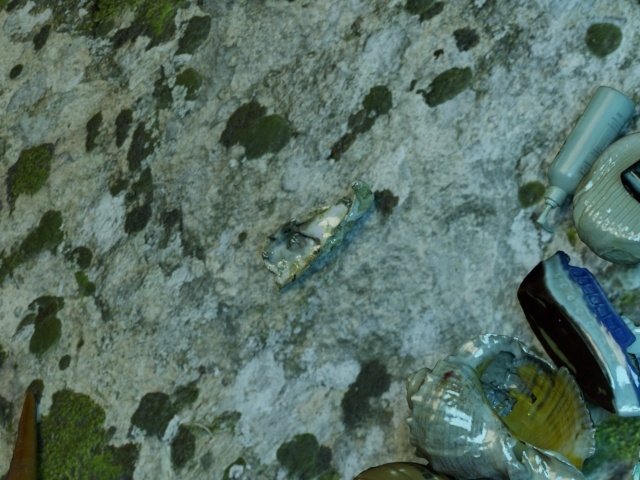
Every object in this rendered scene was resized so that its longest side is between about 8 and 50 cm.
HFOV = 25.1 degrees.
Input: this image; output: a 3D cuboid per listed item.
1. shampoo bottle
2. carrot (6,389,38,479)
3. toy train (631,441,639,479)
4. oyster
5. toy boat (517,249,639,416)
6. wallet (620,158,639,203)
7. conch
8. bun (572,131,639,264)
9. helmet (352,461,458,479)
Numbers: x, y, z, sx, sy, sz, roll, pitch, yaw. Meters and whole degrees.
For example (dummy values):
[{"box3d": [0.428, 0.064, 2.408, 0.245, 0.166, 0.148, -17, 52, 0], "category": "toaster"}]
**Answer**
[{"box3d": [0.326, -0.102, 1.817, 0.056, 0.056, 0.195, 26, 80, 45], "category": "shampoo bottle"}, {"box3d": [-0.448, 0.317, 2.179, 0.048, 0.048, 0.216, -24, 47, 25], "category": "carrot"}, {"box3d": [0.361, 0.298, 1.509, 0.072, 0.099, 0.188, 3, 65, 36], "category": "toy train"}, {"box3d": [-0.003, 0.000, 2.030, 0.200, 0.061, 0.106, -23, 69, 29], "category": "oyster"}, {"box3d": [0.327, 0.101, 1.662, 0.115, 0.114, 0.262, -20, 45, -17], "category": "toy boat"}, {"box3d": [0.512, -0.110, 1.619, 0.318, 0.045, 0.172, -38, 59, -11], "category": "wallet"}, {"box3d": [0.209, 0.205, 1.647, 0.245, 0.163, 0.178, 31, 94, 28], "category": "conch"}, {"box3d": [0.381, -0.039, 1.694, 0.173, 0.113, 0.167, -13, 59, 5], "category": "bun"}, {"box3d": [0.089, 0.342, 1.676, 0.224, 0.130, 0.198, 23, 76, 45], "category": "helmet"}]
